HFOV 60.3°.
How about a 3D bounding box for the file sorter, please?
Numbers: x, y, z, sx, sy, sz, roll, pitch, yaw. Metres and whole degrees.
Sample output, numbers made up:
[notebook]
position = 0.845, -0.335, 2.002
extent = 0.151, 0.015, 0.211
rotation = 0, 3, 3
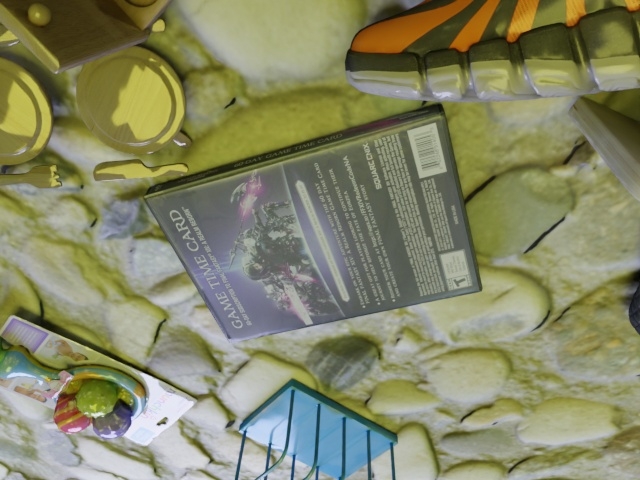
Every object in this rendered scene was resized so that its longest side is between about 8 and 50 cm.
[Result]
[file sorter]
position = -0.005, 0.276, 0.673
extent = 0.170, 0.104, 0.118
rotation = 33, 121, -19

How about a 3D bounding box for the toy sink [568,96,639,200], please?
[toy sink]
position = 0.326, -0.074, 0.377
extent = 0.234, 0.153, 0.131
rotation = 20, 124, -10

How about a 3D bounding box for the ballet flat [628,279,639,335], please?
[ballet flat]
position = 0.329, 0.025, 0.509
extent = 0.057, 0.049, 0.173
rotation = -5, 125, 5

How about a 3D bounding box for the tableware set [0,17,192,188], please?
[tableware set]
position = -0.205, -0.111, 0.451
extent = 0.194, 0.039, 0.128
rotation = -4, 114, -1

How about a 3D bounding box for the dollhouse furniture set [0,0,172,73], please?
[dollhouse furniture set]
position = -0.133, -0.211, 0.309
extent = 0.151, 0.123, 0.144
rotation = -36, 107, 25

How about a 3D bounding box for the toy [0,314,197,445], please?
[toy]
position = -0.288, 0.191, 0.659
extent = 0.237, 0.056, 0.137
rotation = 35, 121, -20

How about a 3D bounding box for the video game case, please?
[video game case]
position = 0.000, 0.000, 0.526
extent = 0.274, 0.026, 0.196
rotation = -13, 124, 13

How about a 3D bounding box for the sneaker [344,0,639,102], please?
[sneaker]
position = 0.159, -0.174, 0.302
extent = 0.321, 0.124, 0.180
rotation = 1, 103, 28
